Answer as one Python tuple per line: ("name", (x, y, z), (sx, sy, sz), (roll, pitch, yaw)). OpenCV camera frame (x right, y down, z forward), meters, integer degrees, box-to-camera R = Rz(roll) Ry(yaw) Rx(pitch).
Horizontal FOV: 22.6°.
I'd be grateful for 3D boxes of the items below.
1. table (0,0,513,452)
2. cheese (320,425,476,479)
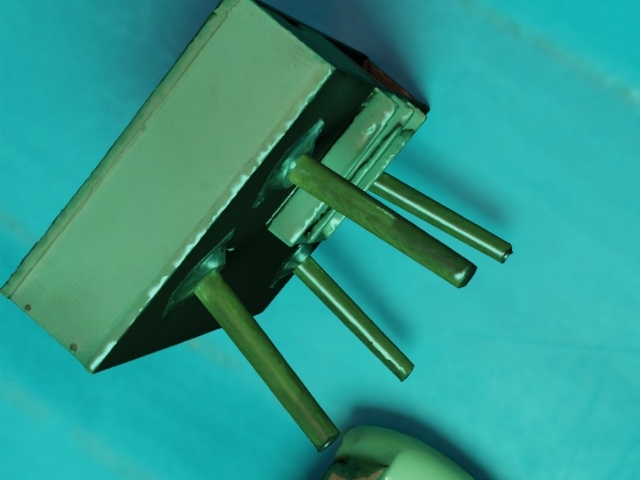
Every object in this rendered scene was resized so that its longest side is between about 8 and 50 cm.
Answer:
("table", (0.000, 0.000, 0.593), (0.111, 0.240, 0.121), (40, 99, 7))
("cheese", (0.086, 0.191, 0.682), (0.251, 0.054, 0.127), (34, 97, 6))
